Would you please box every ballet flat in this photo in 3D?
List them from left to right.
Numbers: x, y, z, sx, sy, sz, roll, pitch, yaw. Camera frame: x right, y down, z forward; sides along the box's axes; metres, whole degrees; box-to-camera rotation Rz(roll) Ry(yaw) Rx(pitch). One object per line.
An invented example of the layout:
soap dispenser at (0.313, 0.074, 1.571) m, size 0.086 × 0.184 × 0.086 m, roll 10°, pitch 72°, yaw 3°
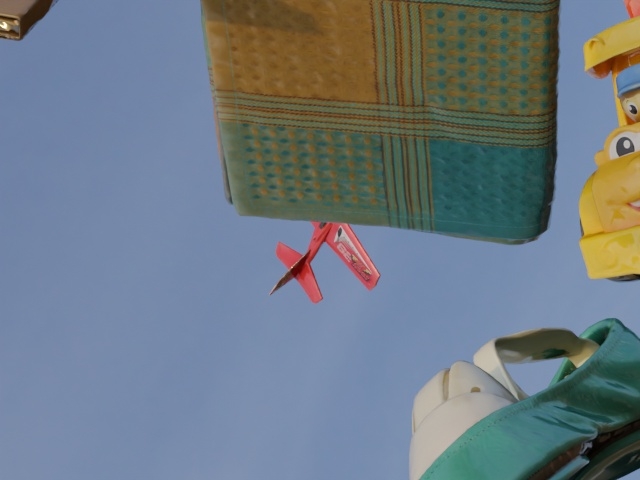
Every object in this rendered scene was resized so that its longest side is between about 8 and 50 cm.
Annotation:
ballet flat at (0.088, 0.089, 0.904) m, size 0.247 × 0.087 × 0.083 m, roll -19°, pitch -29°, yaw -56°

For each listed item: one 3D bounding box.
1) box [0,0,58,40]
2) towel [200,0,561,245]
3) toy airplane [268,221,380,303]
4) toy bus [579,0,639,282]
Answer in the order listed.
box at (-0.242, -0.200, 1.376) m, size 0.201 × 0.164 × 0.021 m, roll -62°, pitch -22°, yaw -54°
towel at (0.045, -0.128, 1.486) m, size 0.370 × 0.271 × 0.040 m, roll 84°, pitch -164°, yaw -54°
toy airplane at (0.000, 0.000, 1.767) m, size 0.028 × 0.151 × 0.151 m, roll -15°, pitch -51°, yaw -48°
toy bus at (0.238, -0.098, 1.255) m, size 0.220 × 0.149 × 0.211 m, roll -30°, pitch -78°, yaw -49°
